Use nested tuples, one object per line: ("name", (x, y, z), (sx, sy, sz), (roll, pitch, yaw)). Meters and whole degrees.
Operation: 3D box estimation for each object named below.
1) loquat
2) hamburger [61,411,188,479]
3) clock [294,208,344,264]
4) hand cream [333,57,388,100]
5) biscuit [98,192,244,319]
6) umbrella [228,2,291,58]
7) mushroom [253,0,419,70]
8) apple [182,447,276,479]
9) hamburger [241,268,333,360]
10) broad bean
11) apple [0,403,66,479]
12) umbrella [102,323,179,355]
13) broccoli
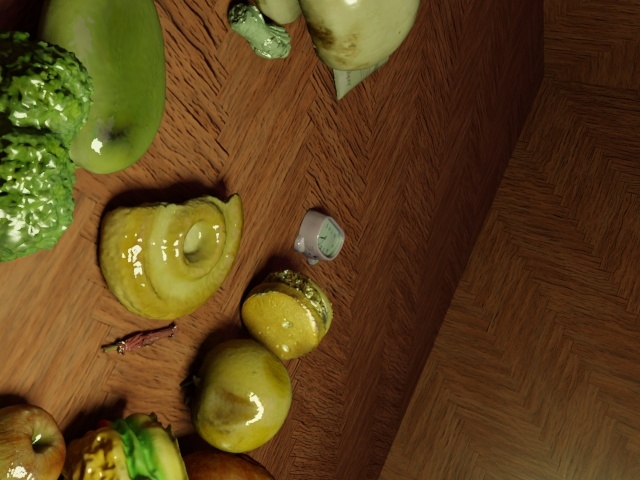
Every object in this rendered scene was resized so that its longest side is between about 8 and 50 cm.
("loquat", (-0.157, 0.295, 1.105), (0.213, 0.213, 0.213), (-39, 139, -46))
("hamburger", (-0.309, 0.382, 0.871), (0.149, 0.237, 0.236), (2, 106, -43))
("clock", (0.000, 0.000, 1.372), (0.110, 0.050, 0.152), (-65, 152, -12))
("hand cream", (0.090, -0.393, 1.301), (0.186, 0.054, 0.087), (-42, 137, -33))
("biscuit", (-0.224, 0.024, 0.937), (0.274, 0.091, 0.213), (-27, 128, -56))
("umbrella", (-0.097, -0.346, 0.969), (0.143, 0.067, 0.062), (19, 54, -56))
("mushroom", (0.001, -0.443, 0.907), (0.362, 0.295, 0.361), (-14, 90, -81))
("apple", (-0.201, 0.524, 1.086), (0.278, 0.250, 0.309), (-29, 121, -5))
("hamburger", (-0.067, 0.144, 1.212), (0.118, 0.182, 0.190), (-59, 146, -56))
("broad bean", (-0.256, -0.208, 0.702), (0.189, 0.121, 0.262), (-1, 106, -65))
("apple", (-0.397, 0.279, 0.749), (0.102, 0.126, 0.126), (-31, 152, 9))
("umbrella", (-0.294, 0.166, 0.968), (0.165, 0.025, 0.027), (-11, 94, -61))
("broccoli", (-0.380, -0.085, 0.546), (0.302, 0.186, 0.253), (5, 110, -18))
